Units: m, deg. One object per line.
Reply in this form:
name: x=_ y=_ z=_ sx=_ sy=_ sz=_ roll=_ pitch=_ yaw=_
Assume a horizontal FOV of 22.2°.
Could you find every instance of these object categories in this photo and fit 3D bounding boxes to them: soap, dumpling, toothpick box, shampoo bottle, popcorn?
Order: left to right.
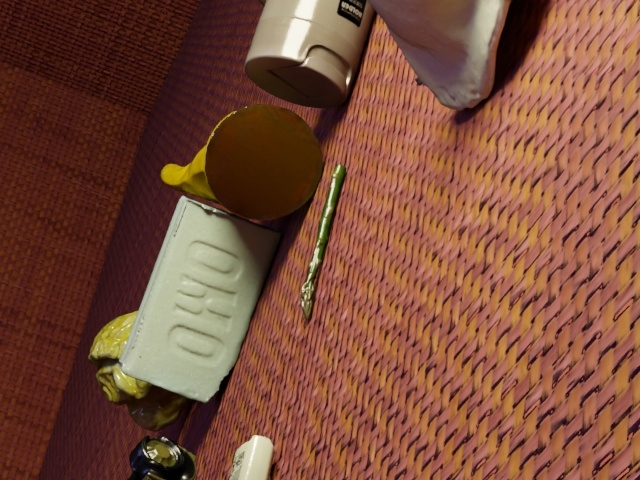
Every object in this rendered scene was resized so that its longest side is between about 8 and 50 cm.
popcorn: x=-0.199 y=0.135 z=1.897 sx=0.141 sy=0.135 sz=0.162 roll=123 pitch=163 yaw=-76
soap: x=-0.128 y=0.063 z=1.725 sx=0.063 sy=0.114 sz=0.198 roll=-161 pitch=91 yaw=-79
shampoo bottle: x=-0.065 y=0.230 z=1.328 sx=0.049 sy=0.034 sz=0.141 roll=-43 pitch=28 yaw=52
toothpick box: x=0.000 y=-0.235 z=1.651 sx=0.111 sy=0.111 sz=0.181 roll=140 pitch=150 yaw=-69
dumpling: x=0.097 y=-0.212 z=1.124 sx=0.166 sy=0.126 sz=0.216 roll=14 pitch=81 yaw=63

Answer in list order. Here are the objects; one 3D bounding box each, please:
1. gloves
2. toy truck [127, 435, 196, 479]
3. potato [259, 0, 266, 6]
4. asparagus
gloves: x=-0.090 y=-0.078 z=1.752 sx=0.294 sy=0.133 sz=0.116 roll=-179 pitch=103 yaw=-77
toy truck: x=-0.148 y=0.286 z=1.394 sx=0.127 sy=0.127 sz=0.257 roll=-57 pitch=15 yaw=26
potato: x=-0.041 y=-0.355 z=2.072 sx=0.182 sy=0.117 sz=0.202 roll=-58 pitch=15 yaw=36
asparagus: x=0.000 y=0.000 z=1.471 sx=0.016 sy=0.016 sz=0.163 roll=-25 pitch=41 yaw=48
